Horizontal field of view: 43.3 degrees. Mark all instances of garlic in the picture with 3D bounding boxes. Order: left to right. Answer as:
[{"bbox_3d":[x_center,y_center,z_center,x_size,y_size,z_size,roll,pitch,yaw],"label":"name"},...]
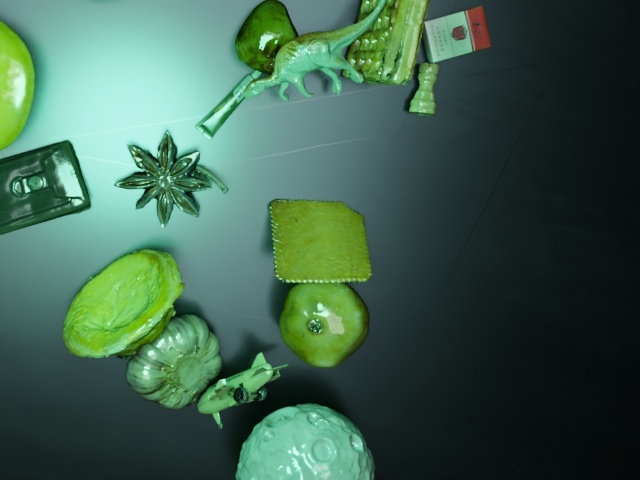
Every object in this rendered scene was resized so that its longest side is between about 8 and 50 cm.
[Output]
[{"bbox_3d":[-0.356,0.280,1.909,0.245,0.160,0.245,-25,128,-38],"label":"garlic"}]

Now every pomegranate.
[{"bbox_3d":[0.008,0.191,1.936,0.233,0.233,0.233,-2,102,-11],"label":"pomegranate"}]

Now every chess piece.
[{"bbox_3d":[0.256,-0.366,1.953,0.066,0.066,0.122,9,94,-13],"label":"chess piece"}]

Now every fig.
[{"bbox_3d":[-0.110,-0.462,1.824,0.154,0.144,0.166,8,92,24],"label":"fig"}]

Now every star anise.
[{"bbox_3d":[-0.340,-0.140,1.863,0.262,0.081,0.230,3,101,-1],"label":"star anise"}]

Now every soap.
[{"bbox_3d":[-0.797,-0.355,1.694,0.427,0.115,0.306,22,101,5],"label":"soap"}]

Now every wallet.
[{"bbox_3d":[-0.659,-0.115,1.824,0.245,0.052,0.169,-18,101,-5],"label":"wallet"}]

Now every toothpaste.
[{"bbox_3d":[-0.208,-0.323,1.880,0.049,0.031,0.204,42,93,-14],"label":"toothpaste"}]

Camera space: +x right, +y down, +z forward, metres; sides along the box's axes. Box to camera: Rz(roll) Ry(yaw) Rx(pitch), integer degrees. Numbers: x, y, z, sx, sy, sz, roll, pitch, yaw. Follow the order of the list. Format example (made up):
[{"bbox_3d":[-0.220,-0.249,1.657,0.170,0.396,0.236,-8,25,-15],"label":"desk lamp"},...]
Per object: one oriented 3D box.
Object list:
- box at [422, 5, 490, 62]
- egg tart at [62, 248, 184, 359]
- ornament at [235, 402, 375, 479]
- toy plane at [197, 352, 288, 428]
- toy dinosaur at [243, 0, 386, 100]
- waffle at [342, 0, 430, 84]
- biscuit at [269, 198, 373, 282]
[{"bbox_3d":[0.325,-0.496,1.946,0.152,0.048,0.100,-17,106,-6],"label":"box"},{"bbox_3d":[-0.429,0.157,1.815,0.315,0.315,0.120,-35,128,-3],"label":"egg tart"},{"bbox_3d":[-0.038,0.550,1.937,0.337,0.337,0.337,-2,102,-11],"label":"ornament"},{"bbox_3d":[-0.204,0.363,1.961,0.256,0.242,0.104,-42,68,22],"label":"toy plane"},{"bbox_3d":[0.020,-0.407,1.776,0.393,0.092,0.205,-41,133,22],"label":"toy dinosaur"},{"bbox_3d":[0.161,-0.508,1.823,0.091,0.213,0.308,10,98,-23],"label":"waffle"},{"bbox_3d":[0.000,0.000,1.923,0.236,0.013,0.232,1,58,-13],"label":"biscuit"}]
